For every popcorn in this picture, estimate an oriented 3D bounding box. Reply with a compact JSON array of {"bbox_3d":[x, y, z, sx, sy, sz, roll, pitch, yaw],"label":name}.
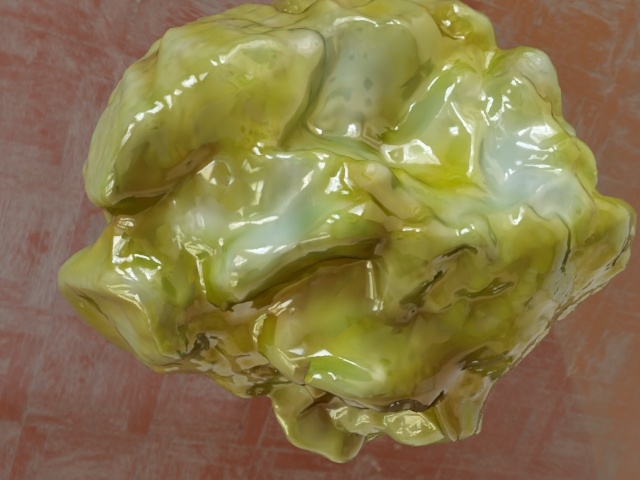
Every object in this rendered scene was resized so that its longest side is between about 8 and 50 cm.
[{"bbox_3d":[0.007,-0.009,0.543,0.334,0.292,0.293,38,63,-3],"label":"popcorn"}]
